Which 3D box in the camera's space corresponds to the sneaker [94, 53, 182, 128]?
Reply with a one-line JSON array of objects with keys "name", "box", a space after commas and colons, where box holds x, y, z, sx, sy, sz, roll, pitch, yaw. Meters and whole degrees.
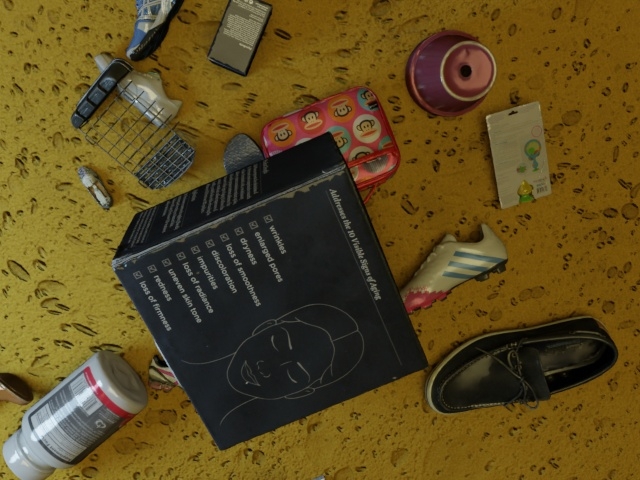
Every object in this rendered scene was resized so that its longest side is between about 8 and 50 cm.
[{"name": "sneaker", "box": [-0.408, -0.356, 1.601, 0.212, 0.080, 0.094, 43, 81, -17]}]

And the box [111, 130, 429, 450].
[{"name": "box", "box": [-0.092, 0.101, 1.480, 0.472, 0.297, 0.479, -22, 112, 5]}]

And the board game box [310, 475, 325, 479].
[{"name": "board game box", "box": [-0.017, 0.671, 1.850, 0.090, 0.020, 0.090, -20, 102, -2]}]

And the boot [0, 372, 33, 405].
[{"name": "boot", "box": [-0.799, 0.384, 1.690, 0.197, 0.073, 0.152, 29, 95, 2]}]

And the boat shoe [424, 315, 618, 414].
[{"name": "boat shoe", "box": [0.505, 0.321, 1.775, 0.500, 0.156, 0.186, -17, 103, -2]}]

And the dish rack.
[{"name": "dish rack", "box": [-0.407, -0.243, 1.573, 0.271, 0.074, 0.208, 42, 131, -18]}]

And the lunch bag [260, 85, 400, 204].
[{"name": "lunch bag", "box": [0.029, -0.189, 1.624, 0.293, 0.120, 0.258, -22, 89, 1]}]

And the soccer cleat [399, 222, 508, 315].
[{"name": "soccer cleat", "box": [0.295, 0.070, 1.739, 0.331, 0.116, 0.143, -26, 86, -3]}]

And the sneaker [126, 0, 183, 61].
[{"name": "sneaker", "box": [-0.378, -0.496, 1.575, 0.081, 0.080, 0.211, 29, 86, -4]}]

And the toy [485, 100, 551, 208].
[{"name": "toy", "box": [0.476, -0.209, 1.724, 0.137, 0.056, 0.237, -17, 107, -7]}]

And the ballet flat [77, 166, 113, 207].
[{"name": "ballet flat", "box": [-0.522, -0.123, 1.640, 0.041, 0.041, 0.114, -35, 102, 1]}]

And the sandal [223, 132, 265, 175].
[{"name": "sandal", "box": [-0.153, -0.135, 1.678, 0.097, 0.054, 0.254, -23, 112, 6]}]

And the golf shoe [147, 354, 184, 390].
[{"name": "golf shoe", "box": [-0.326, 0.325, 1.729, 0.186, 0.067, 0.085, 6, 98, -7]}]

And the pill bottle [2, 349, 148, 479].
[{"name": "pill bottle", "box": [-0.580, 0.420, 1.664, 0.318, 0.176, 0.176, -40, 102, 2]}]

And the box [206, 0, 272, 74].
[{"name": "box", "box": [-0.177, -0.451, 1.557, 0.093, 0.156, 0.158, 22, 98, -9]}]

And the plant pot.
[{"name": "plant pot", "box": [0.311, -0.380, 1.611, 0.201, 0.180, 0.201, -1, 101, -7]}]
